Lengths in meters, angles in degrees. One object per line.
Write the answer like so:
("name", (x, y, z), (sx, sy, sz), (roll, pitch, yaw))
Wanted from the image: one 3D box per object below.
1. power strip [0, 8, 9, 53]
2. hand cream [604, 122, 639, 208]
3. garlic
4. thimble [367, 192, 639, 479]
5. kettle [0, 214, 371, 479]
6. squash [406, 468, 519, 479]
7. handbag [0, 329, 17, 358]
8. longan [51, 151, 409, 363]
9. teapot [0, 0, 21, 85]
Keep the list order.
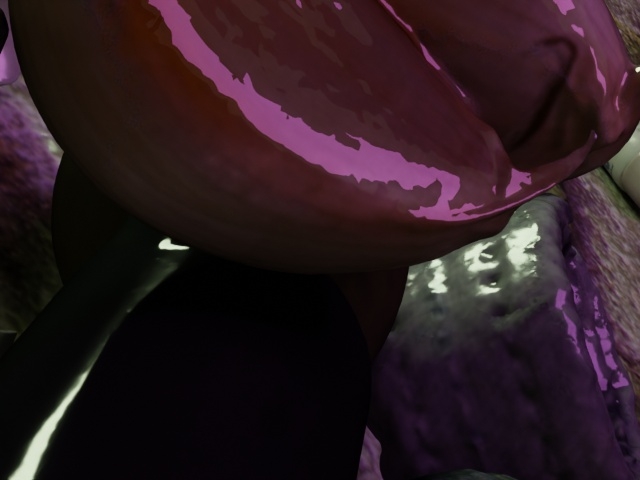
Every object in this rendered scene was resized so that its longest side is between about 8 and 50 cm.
("power strip", (-0.301, -0.045, 0.700), (0.257, 0.092, 0.251), (29, 68, -5))
("hand cream", (0.344, -0.136, 1.921), (0.133, 0.083, 0.248), (17, 31, -48))
("garlic", (0.001, -0.112, 0.805), (0.313, 0.249, 0.286), (47, 11, -14))
("thimble", (0.122, 0.092, 1.129), (0.217, 0.157, 0.246), (58, 20, -45))
("kettle", (-0.063, 0.148, 0.760), (0.262, 0.203, 0.308), (52, 22, -12))
("squash", (0.103, 0.254, 0.942), (0.252, 0.165, 0.252), (32, 33, -24))
("handbag", (-0.239, 0.047, 0.791), (0.173, 0.095, 0.117), (38, 40, -24))
("longan", (-0.049, -0.001, 1.012), (0.248, 0.248, 0.248), (35, 29, -23))
("teapot", (-0.234, -0.251, 1.150), (0.208, 0.166, 0.300), (-5, 36, -7))
